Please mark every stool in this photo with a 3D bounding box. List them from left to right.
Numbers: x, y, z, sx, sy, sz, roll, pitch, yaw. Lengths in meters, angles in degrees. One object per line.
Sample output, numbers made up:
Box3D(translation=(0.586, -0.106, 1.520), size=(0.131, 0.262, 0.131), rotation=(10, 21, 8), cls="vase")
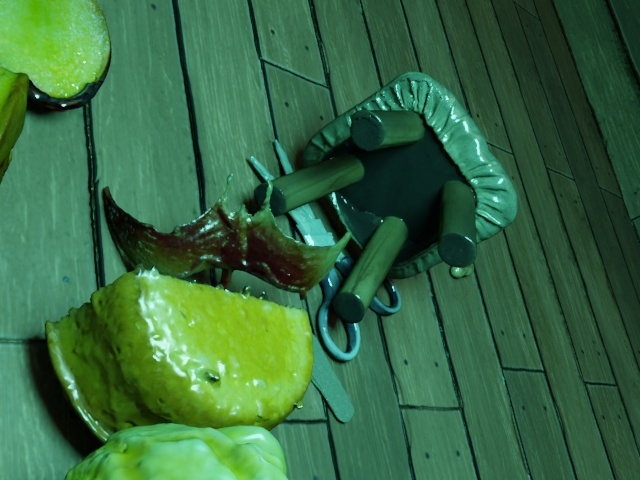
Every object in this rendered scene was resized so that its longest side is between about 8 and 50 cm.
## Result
Box3D(translation=(0.106, -0.061, 1.241), size=(0.310, 0.310, 0.226), rotation=(53, 38, -7), cls="stool")

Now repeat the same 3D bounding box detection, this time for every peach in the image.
Box3D(translation=(-0.383, -0.289, 1.047), size=(0.189, 0.068, 0.279), rotation=(9, 62, -38), cls="peach")

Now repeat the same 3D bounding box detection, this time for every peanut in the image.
Box3D(translation=(0.304, 0.061, 1.665), size=(0.083, 0.037, 0.037), rotation=(0, 67, -55), cls="peanut")

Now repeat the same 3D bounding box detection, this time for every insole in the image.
Box3D(translation=(-0.004, 0.201, 1.228), size=(0.192, 0.010, 0.063), rotation=(59, 37, -5), cls="insole")

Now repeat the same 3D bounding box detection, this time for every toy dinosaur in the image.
Box3D(translation=(-0.112, -0.004, 1.076), size=(0.113, 0.327, 0.207), rotation=(-118, -166, -61), cls="toy dinosaur")

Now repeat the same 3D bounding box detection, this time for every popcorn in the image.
Box3D(translation=(-0.128, 0.349, 0.740), size=(0.292, 0.334, 0.293), rotation=(11, 20, -6), cls="popcorn")

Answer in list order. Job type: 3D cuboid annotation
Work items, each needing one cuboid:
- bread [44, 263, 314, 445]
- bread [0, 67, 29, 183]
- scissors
Box3D(translation=(-0.142, 0.168, 0.927), size=(0.340, 0.194, 0.179), rotation=(20, 45, -46), cls="bread")
Box3D(translation=(-0.386, -0.065, 0.744), size=(0.148, 0.270, 0.270), rotation=(30, 47, -28), cls="bread")
Box3D(translation=(0.000, 0.000, 1.348), size=(0.384, 0.029, 0.256), rotation=(59, 36, -1), cls="scissors")
